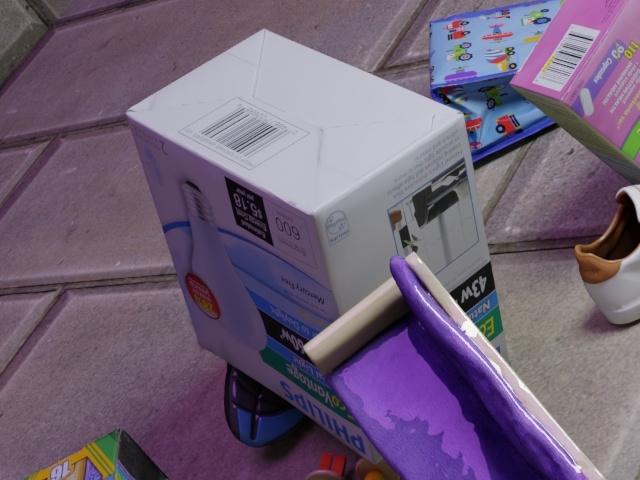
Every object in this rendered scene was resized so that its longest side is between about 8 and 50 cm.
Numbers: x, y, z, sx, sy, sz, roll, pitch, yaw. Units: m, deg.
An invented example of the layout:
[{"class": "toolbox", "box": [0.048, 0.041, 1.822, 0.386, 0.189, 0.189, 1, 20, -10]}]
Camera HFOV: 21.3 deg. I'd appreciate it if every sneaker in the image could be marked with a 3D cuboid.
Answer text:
[{"class": "sneaker", "box": [-0.064, 0.149, 2.225, 0.140, 0.125, 0.341, -52, 17, 41]}, {"class": "sneaker", "box": [0.412, -0.035, 1.895, 0.290, 0.123, 0.106, -38, 26, -3]}]

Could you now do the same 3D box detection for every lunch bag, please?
[{"class": "lunch bag", "box": [0.308, -0.257, 2.369, 0.293, 0.138, 0.221, -19, 29, 15]}]

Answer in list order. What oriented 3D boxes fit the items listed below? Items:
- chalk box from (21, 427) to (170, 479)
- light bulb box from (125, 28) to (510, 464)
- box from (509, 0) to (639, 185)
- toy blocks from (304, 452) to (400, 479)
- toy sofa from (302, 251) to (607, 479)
[{"class": "chalk box", "box": [-0.262, 0.399, 1.977, 0.179, 0.180, 0.289, -29, 28, 17]}, {"class": "light bulb box", "box": [0.000, 0.000, 1.951, 0.225, 0.361, 0.358, -33, 39, -25]}, {"class": "box", "box": [0.386, -0.196, 1.987, 0.214, 0.243, 0.117, -56, 29, -2]}, {"class": "toy blocks", "box": [0.040, 0.260, 1.962, 0.123, 0.054, 0.148, -20, 32, 29]}, {"class": "toy sofa", "box": [0.141, 0.194, 1.649, 0.150, 0.177, 0.362, -38, 60, -1]}]
